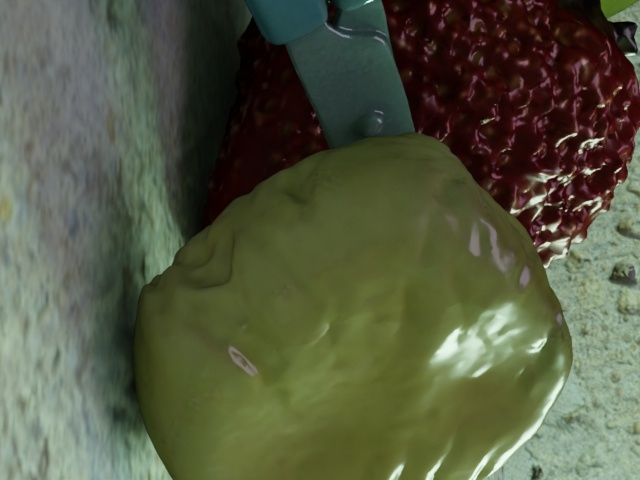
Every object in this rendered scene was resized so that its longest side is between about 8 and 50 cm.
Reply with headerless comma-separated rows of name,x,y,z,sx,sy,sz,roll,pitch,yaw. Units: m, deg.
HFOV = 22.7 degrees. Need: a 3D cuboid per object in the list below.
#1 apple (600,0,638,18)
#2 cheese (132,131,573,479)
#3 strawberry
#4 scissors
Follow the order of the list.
apple,0.171,-0.335,1.233,0.357,0.357,0.357,0,90,-79
cheese,0.011,0.055,0.804,0.226,0.214,0.117,59,-1,-43
strawberry,0.063,-0.064,0.961,0.257,0.261,0.261,-83,167,-49
scissors,0.012,-0.090,0.778,0.029,0.193,0.447,57,-8,45
